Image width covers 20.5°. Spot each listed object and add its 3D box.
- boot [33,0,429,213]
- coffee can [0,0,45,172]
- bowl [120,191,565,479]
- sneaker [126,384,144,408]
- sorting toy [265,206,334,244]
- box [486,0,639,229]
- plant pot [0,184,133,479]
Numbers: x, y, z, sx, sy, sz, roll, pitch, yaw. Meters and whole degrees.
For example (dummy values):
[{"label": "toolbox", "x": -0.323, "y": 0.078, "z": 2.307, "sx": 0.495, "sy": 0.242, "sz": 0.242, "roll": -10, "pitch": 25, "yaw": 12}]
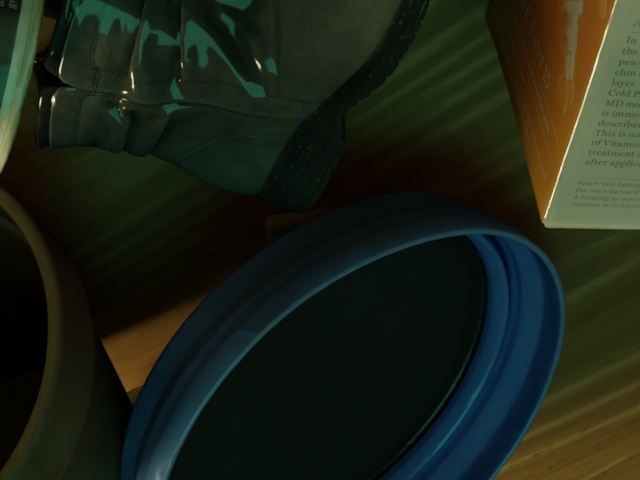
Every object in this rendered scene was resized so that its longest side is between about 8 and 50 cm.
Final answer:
[{"label": "boot", "x": -0.062, "y": -0.159, "z": 1.157, "sx": 0.223, "sy": 0.118, "sz": 0.338, "roll": 15, "pitch": 128, "yaw": -16}, {"label": "coffee can", "x": -0.317, "y": -0.151, "z": 1.054, "sx": 0.275, "sy": 0.201, "sz": 0.201, "roll": 10, "pitch": 134, "yaw": -19}, {"label": "bowl", "x": 0.018, "y": 0.131, "z": 1.379, "sx": 0.391, "sy": 0.077, "sz": 0.391, "roll": -25, "pitch": 138, "yaw": -24}, {"label": "sneaker", "x": -0.071, "y": 0.147, "z": 1.457, "sx": 0.295, "sy": 0.123, "sz": 0.109, "roll": -34, "pitch": 132, "yaw": 16}, {"label": "sorting toy", "x": 0.000, "y": 0.000, "z": 1.399, "sx": 0.083, "sy": 0.012, "sz": 0.062, "roll": -7, "pitch": 136, "yaw": -1}, {"label": "box", "x": 0.232, "y": -0.199, "z": 1.080, "sx": 0.168, "sy": 0.215, "sz": 0.345, "roll": 2, "pitch": 135, "yaw": -10}, {"label": "plant pot", "x": -0.274, "y": 0.137, "z": 1.324, "sx": 0.323, "sy": 0.323, "sz": 0.280, "roll": -21, "pitch": 152, "yaw": 13}]
